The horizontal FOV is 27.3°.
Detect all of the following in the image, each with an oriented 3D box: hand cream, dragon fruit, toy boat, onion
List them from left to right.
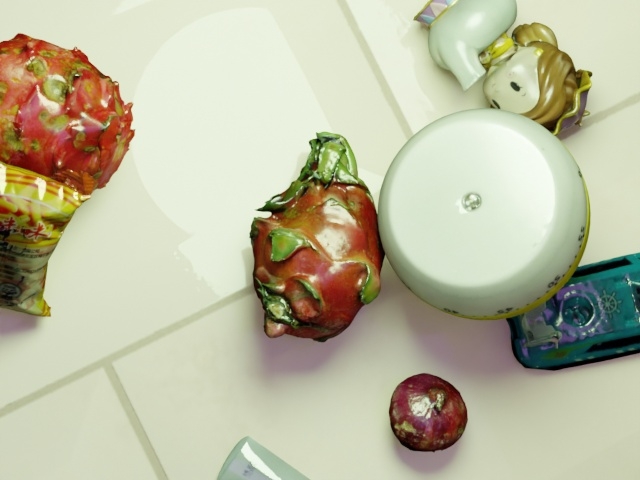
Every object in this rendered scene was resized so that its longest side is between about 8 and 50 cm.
[{"bbox_3d":[-0.363,-0.154,1.619,0.268,0.210,0.205,18,125,-17],"label":"dragon fruit"},{"bbox_3d":[-0.013,-0.006,1.660,0.200,0.198,0.269,-4,84,-53],"label":"dragon fruit"},{"bbox_3d":[-0.012,0.347,1.690,0.255,0.048,0.079,31,74,-1],"label":"hand cream"},{"bbox_3d":[0.140,0.222,1.706,0.107,0.097,0.107,11,57,-18],"label":"onion"},{"bbox_3d":[0.401,0.088,1.768,0.298,0.092,0.134,-13,82,-10],"label":"toy boat"}]

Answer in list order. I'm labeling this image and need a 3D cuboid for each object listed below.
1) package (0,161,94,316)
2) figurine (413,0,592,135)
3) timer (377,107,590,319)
[{"bbox_3d":[-0.399,-0.011,1.568,0.223,0.288,0.108,18,46,-5],"label":"package"},{"bbox_3d":[0.251,-0.239,1.761,0.263,0.142,0.189,45,55,-2],"label":"figurine"},{"bbox_3d":[0.217,-0.021,1.677,0.285,0.285,0.285,1,83,-9],"label":"timer"}]
